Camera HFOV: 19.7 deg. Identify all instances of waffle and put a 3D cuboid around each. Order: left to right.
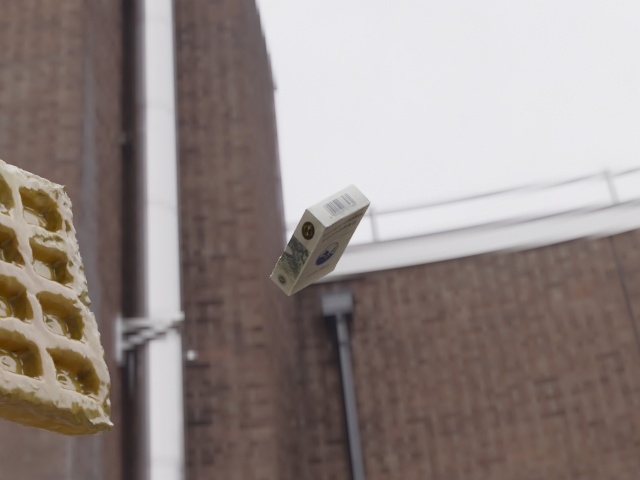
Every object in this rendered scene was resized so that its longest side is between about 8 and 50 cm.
[{"bbox_3d":[-0.272,0.034,1.506,0.055,0.248,0.221,-29,-31,23],"label":"waffle"}]

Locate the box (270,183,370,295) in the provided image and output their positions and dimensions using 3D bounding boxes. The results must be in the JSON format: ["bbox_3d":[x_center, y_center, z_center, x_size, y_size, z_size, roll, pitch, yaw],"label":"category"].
[{"bbox_3d":[0.000,0.000,1.369,0.054,0.024,0.083,-31,-21,-41],"label":"box"}]
